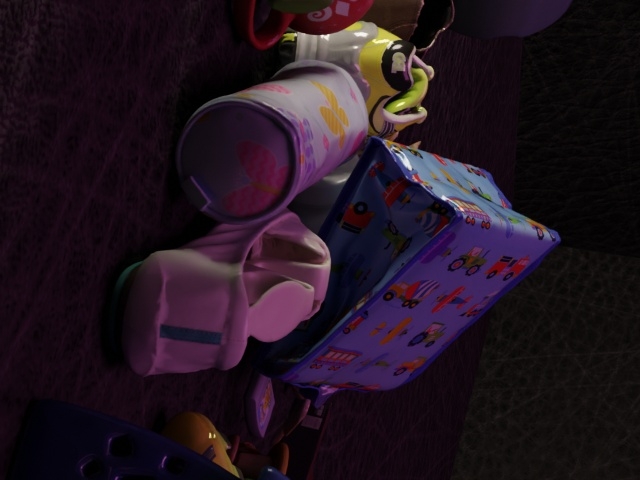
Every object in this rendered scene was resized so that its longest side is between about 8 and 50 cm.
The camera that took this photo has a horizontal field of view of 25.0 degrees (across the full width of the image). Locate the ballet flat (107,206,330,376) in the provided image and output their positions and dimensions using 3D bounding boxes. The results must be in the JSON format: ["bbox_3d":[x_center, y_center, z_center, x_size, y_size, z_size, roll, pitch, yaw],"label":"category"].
[{"bbox_3d":[-0.061,0.041,1.295,0.400,0.139,0.139,-39,136,-72],"label":"ballet flat"}]

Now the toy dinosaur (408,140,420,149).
[{"bbox_3d":[0.076,0.010,1.676,0.295,0.127,0.200,-23,-89,61],"label":"toy dinosaur"}]

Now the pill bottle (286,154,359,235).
[{"bbox_3d":[0.000,0.000,1.557,0.117,0.117,0.208,-66,160,-49],"label":"pill bottle"}]

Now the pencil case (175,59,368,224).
[{"bbox_3d":[-0.040,-0.095,1.328,0.113,0.124,0.273,67,18,-7],"label":"pencil case"}]

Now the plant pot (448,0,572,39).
[{"bbox_3d":[0.246,-0.463,1.905,0.334,0.341,0.341,91,13,-61],"label":"plant pot"}]

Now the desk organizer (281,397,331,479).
[{"bbox_3d":[-0.025,0.264,1.798,0.050,0.047,0.130,88,17,-49],"label":"desk organizer"}]

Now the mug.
[{"bbox_3d":[-0.019,-0.258,1.318,0.169,0.113,0.150,53,45,-68],"label":"mug"}]

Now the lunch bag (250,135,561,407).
[{"bbox_3d":[0.075,0.061,1.499,0.221,0.138,0.293,11,118,-54],"label":"lunch bag"}]

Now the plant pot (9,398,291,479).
[{"bbox_3d":[-0.109,0.265,1.057,0.236,0.212,0.236,62,39,-68],"label":"plant pot"}]

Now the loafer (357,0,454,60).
[{"bbox_3d":[0.100,-0.263,1.778,0.366,0.130,0.134,-15,114,-76],"label":"loafer"}]

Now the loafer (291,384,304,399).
[{"bbox_3d":[-0.008,0.158,1.808,0.125,0.045,0.039,-70,170,-49],"label":"loafer"}]

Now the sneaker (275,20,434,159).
[{"bbox_3d":[0.053,-0.150,1.619,0.384,0.147,0.145,19,79,-78],"label":"sneaker"}]

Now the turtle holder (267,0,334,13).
[{"bbox_3d":[0.035,-0.326,1.114,0.243,0.320,0.227,-35,-125,54],"label":"turtle holder"}]

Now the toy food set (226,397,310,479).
[{"bbox_3d":[-0.090,0.264,1.492,0.128,0.071,0.218,131,-21,-62],"label":"toy food set"}]

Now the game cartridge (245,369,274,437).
[{"bbox_3d":[-0.068,0.184,1.620,0.083,0.017,0.056,83,24,-51],"label":"game cartridge"}]

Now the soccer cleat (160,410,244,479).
[{"bbox_3d":[-0.134,0.285,1.240,0.093,0.121,0.289,-25,-122,51],"label":"soccer cleat"}]
